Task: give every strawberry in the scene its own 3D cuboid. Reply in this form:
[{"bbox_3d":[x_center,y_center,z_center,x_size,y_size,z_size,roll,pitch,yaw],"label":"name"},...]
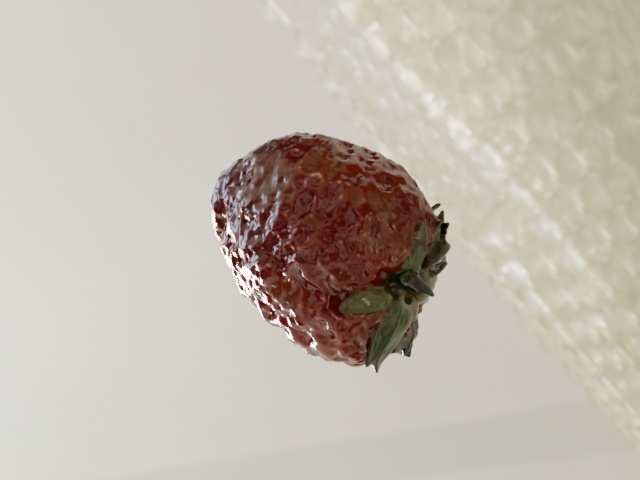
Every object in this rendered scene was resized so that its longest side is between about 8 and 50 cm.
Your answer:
[{"bbox_3d":[0.000,0.002,0.893,0.131,0.148,0.131,21,90,-86],"label":"strawberry"}]
